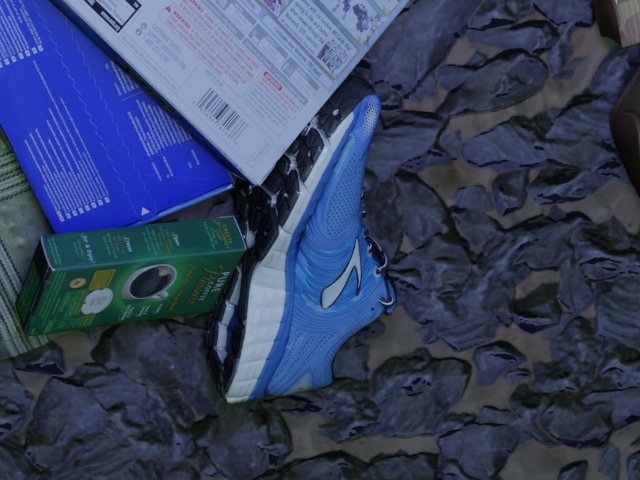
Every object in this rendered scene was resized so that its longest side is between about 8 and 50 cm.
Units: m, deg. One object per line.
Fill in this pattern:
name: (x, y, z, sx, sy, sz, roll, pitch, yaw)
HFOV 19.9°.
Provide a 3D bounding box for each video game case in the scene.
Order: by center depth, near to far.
video game case: (-0.071, -0.223, 1.483, 0.244, 0.061, 0.269, -50, 121, -7)

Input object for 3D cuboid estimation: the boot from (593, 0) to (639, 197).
boot: (0.371, -0.150, 1.640, 0.220, 0.109, 0.283, -16, 111, -6)

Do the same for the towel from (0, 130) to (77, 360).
towel: (-0.398, 0.000, 1.610, 0.312, 0.056, 0.324, -23, 116, -1)

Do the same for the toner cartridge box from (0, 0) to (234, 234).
toner cartridge box: (-0.213, -0.172, 1.533, 0.165, 0.075, 0.347, -21, 118, 3)

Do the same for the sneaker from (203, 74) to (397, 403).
sneaker: (0.000, 0.000, 1.644, 0.147, 0.129, 0.330, 3, 122, -24)

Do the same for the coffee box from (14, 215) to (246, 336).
coffee box: (-0.168, 0.031, 1.607, 0.184, 0.040, 0.113, -7, 149, -27)
